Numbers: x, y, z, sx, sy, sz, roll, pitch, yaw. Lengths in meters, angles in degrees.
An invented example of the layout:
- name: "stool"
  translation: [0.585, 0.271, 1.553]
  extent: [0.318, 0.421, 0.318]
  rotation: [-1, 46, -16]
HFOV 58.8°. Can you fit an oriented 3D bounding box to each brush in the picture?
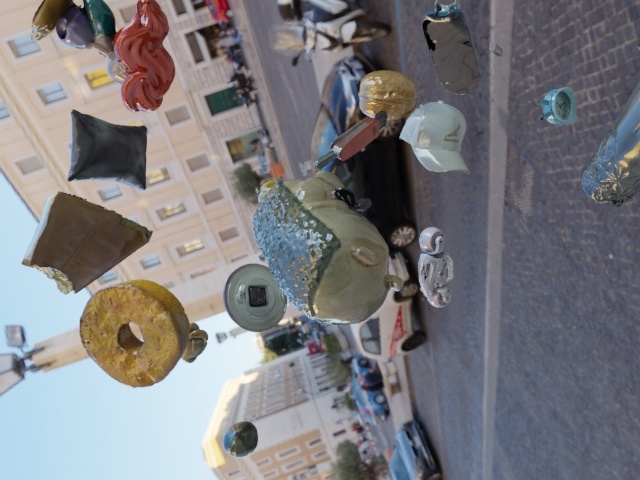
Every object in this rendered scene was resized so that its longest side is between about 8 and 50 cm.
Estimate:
- name: "brush"
  translation: [0.102, -0.309, 1.778]
  extent: [0.051, 0.323, 0.070]
  rotation: [37, 153, 30]

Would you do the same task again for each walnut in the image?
- name: "walnut"
  translation: [0.226, -0.483, 1.899]
  extent: [0.165, 0.197, 0.165]
  rotation: [13, -90, -84]

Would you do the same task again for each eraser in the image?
- name: "eraser"
  translation: [0.604, -0.654, 1.948]
  extent: [0.099, 0.019, 0.027]
  rotation: [-3, -76, -56]

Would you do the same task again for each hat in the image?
- name: "hat"
  translation: [0.466, -0.375, 2.113]
  extent: [0.168, 0.258, 0.301]
  rotation: [113, 147, -46]

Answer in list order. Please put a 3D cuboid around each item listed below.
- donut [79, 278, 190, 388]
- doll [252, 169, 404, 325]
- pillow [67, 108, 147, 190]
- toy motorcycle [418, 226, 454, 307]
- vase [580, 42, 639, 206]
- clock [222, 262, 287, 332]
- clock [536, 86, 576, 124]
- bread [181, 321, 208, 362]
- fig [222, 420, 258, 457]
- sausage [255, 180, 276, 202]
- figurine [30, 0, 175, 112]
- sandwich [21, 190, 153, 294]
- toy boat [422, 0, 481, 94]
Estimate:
- name: "donut"
  translation: [-0.473, 0.234, 1.481]
  extent: [0.110, 0.303, 0.303]
  rotation: [-50, -57, -64]
- name: "doll"
  translation: [0.000, 0.000, 1.102]
  extent: [0.349, 0.247, 0.247]
  rotation: [42, 156, 46]
- name: "pillow"
  translation: [-0.559, -0.234, 1.510]
  extent: [0.250, 0.106, 0.186]
  rotation: [-1, -88, -60]
- name: "toy motorcycle"
  translation: [0.328, 0.086, 1.656]
  extent: [0.112, 0.112, 0.254]
  rotation: [-121, 18, -68]
- name: "vase"
  translation: [0.608, -0.184, 1.029]
  extent: [0.251, 0.156, 0.301]
  rotation: [31, 145, 10]
- name: "clock"
  translation: [-0.225, 0.199, 1.982]
  extent: [0.056, 0.244, 0.244]
  rotation: [-27, 82, 57]
- name: "clock"
  translation: [0.692, -0.391, 1.664]
  extent: [0.045, 0.147, 0.108]
  rotation: [-3, 99, 55]
- name: "bread"
  translation: [-0.451, 0.287, 1.748]
  extent: [0.081, 0.225, 0.134]
  rotation: [-52, -21, -59]
- name: "fig"
  translation: [-0.246, 0.614, 1.746]
  extent: [0.177, 0.117, 0.117]
  rotation: [114, 137, -72]
- name: "sausage"
  translation: [-0.055, -0.110, 1.904]
  extent: [0.123, 0.347, 0.123]
  rotation: [-162, 90, -85]
- name: "figurine"
  translation: [-0.391, -0.387, 1.093]
  extent: [0.257, 0.208, 0.181]
  rotation: [31, 175, -21]
- name: "sandwich"
  translation: [-0.475, 0.025, 1.170]
  extent: [0.108, 0.220, 0.186]
  rotation: [-6, 66, 52]
- name: "toy boat"
  translation: [0.390, -0.550, 1.624]
  extent: [0.299, 0.134, 0.092]
  rotation: [52, -126, -52]
